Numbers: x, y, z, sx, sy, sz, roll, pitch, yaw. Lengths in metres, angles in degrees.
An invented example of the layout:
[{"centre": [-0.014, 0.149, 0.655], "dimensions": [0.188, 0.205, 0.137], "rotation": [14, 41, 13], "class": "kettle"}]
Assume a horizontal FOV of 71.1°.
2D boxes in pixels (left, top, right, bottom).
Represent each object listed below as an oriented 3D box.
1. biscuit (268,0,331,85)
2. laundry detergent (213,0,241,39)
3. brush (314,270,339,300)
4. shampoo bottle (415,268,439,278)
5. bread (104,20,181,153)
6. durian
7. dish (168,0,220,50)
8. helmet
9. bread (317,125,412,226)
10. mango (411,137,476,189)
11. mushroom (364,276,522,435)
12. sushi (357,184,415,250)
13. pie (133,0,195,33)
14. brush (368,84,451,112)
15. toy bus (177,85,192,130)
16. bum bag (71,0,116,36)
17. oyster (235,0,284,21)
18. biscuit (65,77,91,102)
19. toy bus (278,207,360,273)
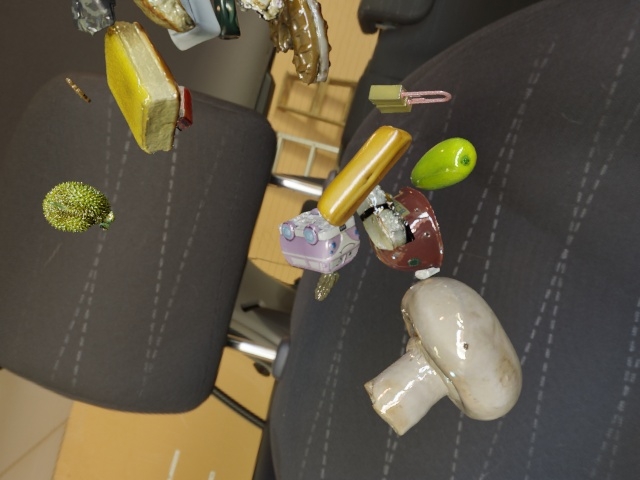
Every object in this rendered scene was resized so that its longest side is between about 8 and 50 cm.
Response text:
[{"centre": [-0.078, -0.727, 1.544], "dimensions": [0.366, 0.115, 0.268], "rotation": [55, 155, 35], "class": "biscuit"}, {"centre": [-0.301, -0.756, 1.406], "dimensions": [0.144, 0.078, 0.222], "rotation": [-100, 6, -71], "class": "laundry detergent"}, {"centre": [0.051, 0.109, 1.748], "dimensions": [0.084, 0.071, 0.301], "rotation": [-62, -4, -60], "class": "brush"}, {"centre": [0.451, 0.134, 1.909], "dimensions": [0.072, 0.099, 0.043], "rotation": [-15, 93, 49], "class": "shampoo bottle"}, {"centre": [-0.609, -0.514, 1.539], "dimensions": [0.143, 0.333, 0.323], "rotation": [-24, -8, -30], "class": "bread"}, {"centre": [-0.767, -0.113, 1.419], "dimensions": [0.146, 0.198, 0.159], "rotation": [-133, 40, -52], "class": "durian"}, {"centre": [-0.383, -0.653, 1.229], "dimensions": [0.077, 0.151, 0.212], "rotation": [-46, -59, -65], "class": "dish"}, {"centre": [0.308, -0.024, 1.803], "dimensions": [0.385, 0.230, 0.338], "rotation": [-122, 14, -50], "class": "helmet"}, {"centre": [0.085, -0.136, 0.916], "dimensions": [0.239, 0.074, 0.092], "rotation": [-50, -20, 10], "class": "bread"}, {"centre": [0.485, -0.300, 1.810], "dimensions": [0.343, 0.156, 0.192], "rotation": [-19, 40, 60], "class": "mango"}, {"centre": [0.218, 0.231, 0.880], "dimensions": [0.290, 0.292, 0.292], "rotation": [-31, -2, -1], "class": "mushroom"}, {"centre": [0.178, -0.090, 1.450], "dimensions": [0.109, 0.273, 0.134], "rotation": [-30, 5, -30], "class": "sushi"}, {"centre": [-0.387, -0.569, 1.074], "dimensions": [0.084, 0.179, 0.205], "rotation": [-42, 25, 7], "class": "pie"}, {"centre": [0.268, -0.417, 1.320], "dimensions": [0.103, 0.233, 0.047], "rotation": [19, -97, -58], "class": "brush"}, {"centre": [-0.542, -0.521, 1.740], "dimensions": [0.079, 0.077, 0.174], "rotation": [41, -141, -65], "class": "toy bus"}, {"centre": [-0.648, -0.763, 1.271], "dimensions": [0.095, 0.144, 0.340], "rotation": [-39, -37, -64], "class": "bum bag"}, {"centre": [-0.183, -0.719, 1.301], "dimensions": [0.163, 0.191, 0.081], "rotation": [-24, -30, -35], "class": "oyster"}, {"centre": [-0.681, -0.423, 1.247], "dimensions": [0.016, 0.092, 0.082], "rotation": [-46, -35, -8], "class": "biscuit"}, {"centre": [0.000, 0.000, 1.201], "dimensions": [0.142, 0.202, 0.142], "rotation": [-27, -66, -38], "class": "toy bus"}]
